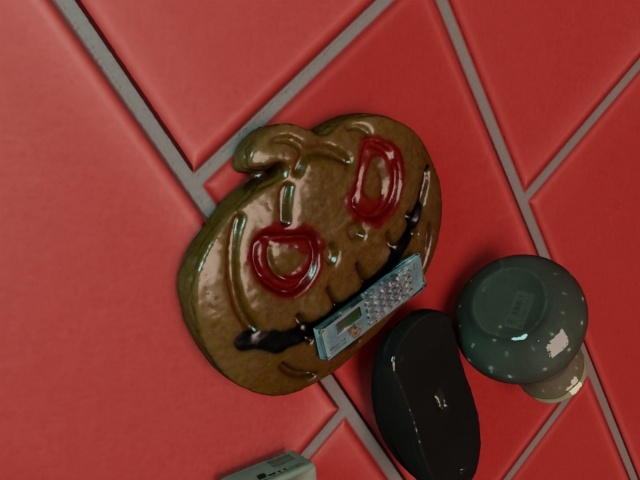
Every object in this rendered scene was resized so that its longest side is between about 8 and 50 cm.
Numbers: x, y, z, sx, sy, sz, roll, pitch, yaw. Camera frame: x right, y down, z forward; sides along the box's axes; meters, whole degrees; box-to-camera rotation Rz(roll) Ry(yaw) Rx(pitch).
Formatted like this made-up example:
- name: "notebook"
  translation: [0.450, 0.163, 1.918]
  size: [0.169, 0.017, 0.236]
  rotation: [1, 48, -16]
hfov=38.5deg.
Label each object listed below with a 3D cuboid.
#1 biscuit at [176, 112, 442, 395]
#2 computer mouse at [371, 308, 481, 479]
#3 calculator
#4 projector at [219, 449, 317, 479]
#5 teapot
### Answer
- name: "biscuit"
  translation: [0.001, 0.000, 1.049]
  size: [0.367, 0.063, 0.314]
  rotation: [-41, 128, -23]
- name: "computer mouse"
  translation: [0.131, 0.213, 1.215]
  size: [0.137, 0.086, 0.269]
  rotation: [-35, 117, -38]
- name: "calculator"
  translation: [0.061, 0.078, 1.080]
  size: [0.172, 0.018, 0.057]
  rotation: [-33, 128, -28]
- name: "projector"
  translation: [-0.065, 0.338, 1.101]
  size: [0.115, 0.061, 0.147]
  rotation: [-13, 112, -37]
- name: "teapot"
  translation: [0.299, 0.138, 1.292]
  size: [0.183, 0.183, 0.251]
  rotation: [-57, 142, -11]
